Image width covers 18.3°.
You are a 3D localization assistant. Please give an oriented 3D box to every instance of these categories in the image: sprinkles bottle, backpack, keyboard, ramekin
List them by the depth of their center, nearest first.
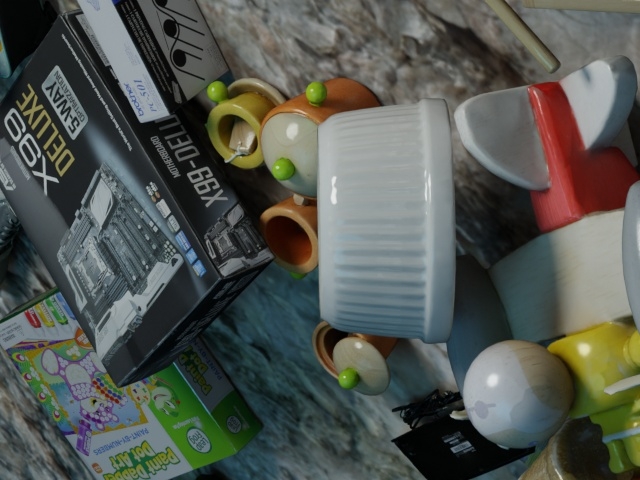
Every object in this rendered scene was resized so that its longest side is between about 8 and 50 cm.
[{"bbox_3d":[0.052,-0.016,1.669,0.109,0.207,0.207,-1,126,0],"label":"ramekin"},{"bbox_3d":[0.200,0.308,1.911,0.121,0.121,0.355,39,136,10],"label":"sprinkles bottle"},{"bbox_3d":[0.138,0.181,1.935,0.100,0.038,0.192,49,147,-5],"label":"keyboard"},{"bbox_3d":[-0.379,-0.243,1.969,0.188,0.144,0.166,16,134,34],"label":"backpack"}]

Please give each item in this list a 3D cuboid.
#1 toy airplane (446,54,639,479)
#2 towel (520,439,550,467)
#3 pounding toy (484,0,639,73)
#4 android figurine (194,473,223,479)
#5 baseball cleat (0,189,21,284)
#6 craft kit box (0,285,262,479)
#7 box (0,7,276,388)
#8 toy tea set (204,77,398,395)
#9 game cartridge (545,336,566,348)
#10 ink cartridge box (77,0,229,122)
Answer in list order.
[{"bbox_3d":[0.214,0.050,1.598,0.384,0.272,0.386,37,151,37],"label":"toy airplane"},{"bbox_3d":[0.189,0.185,1.913,0.083,0.009,0.060,36,135,13],"label":"towel"},{"bbox_3d":[0.194,-0.228,1.543,0.206,0.094,0.181,8,120,35],"label":"pounding toy"},{"bbox_3d":[-0.125,0.386,2.278,0.248,0.056,0.273,34,135,14],"label":"android figurine"},{"bbox_3d":[-0.345,-0.020,2.153,0.109,0.072,0.206,16,132,22],"label":"baseball cleat"},{"bbox_3d":[-0.217,0.151,2.187,0.250,0.061,0.247,-27,103,47],"label":"craft kit box"},{"bbox_3d":[-0.200,-0.043,1.961,0.307,0.076,0.242,59,138,12],"label":"box"},{"bbox_3d":[0.000,0.000,1.847,0.200,0.124,0.336,-12,111,43],"label":"toy tea set"},{"bbox_3d":[0.234,0.100,1.811,0.056,0.017,0.083,-13,111,40],"label":"game cartridge"},{"bbox_3d":[-0.171,-0.223,1.845,0.046,0.097,0.207,-11,112,43],"label":"ink cartridge box"}]
